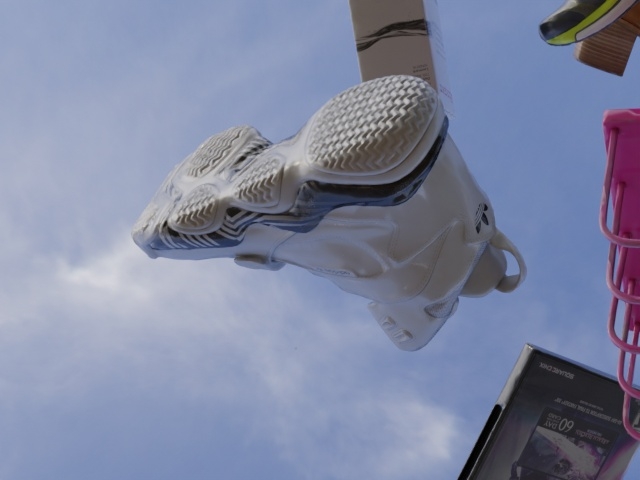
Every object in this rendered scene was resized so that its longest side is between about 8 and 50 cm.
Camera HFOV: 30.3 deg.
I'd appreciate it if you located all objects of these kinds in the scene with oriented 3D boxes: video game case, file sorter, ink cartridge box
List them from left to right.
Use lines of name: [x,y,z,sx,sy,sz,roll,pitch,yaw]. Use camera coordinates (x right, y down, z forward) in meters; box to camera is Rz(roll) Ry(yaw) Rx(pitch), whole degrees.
ink cartridge box: [0.095,-0.250,1.419,0.092,0.160,0.220,-9,-91,13]
video game case: [0.242,0.264,1.298,0.196,0.026,0.274,22,-82,-27]
file sorter: [0.373,0.042,1.108,0.202,0.291,0.182,0,-136,21]

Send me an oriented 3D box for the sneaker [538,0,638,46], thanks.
sneaker: [0.330,-0.331,1.261,0.121,0.111,0.300,44,-57,4]

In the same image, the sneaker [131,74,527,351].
sneaker: [0.000,0.000,1.031,0.210,0.365,0.137,49,-131,-24]

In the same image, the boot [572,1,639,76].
boot: [0.461,-0.285,1.408,0.283,0.109,0.220,19,-65,5]
